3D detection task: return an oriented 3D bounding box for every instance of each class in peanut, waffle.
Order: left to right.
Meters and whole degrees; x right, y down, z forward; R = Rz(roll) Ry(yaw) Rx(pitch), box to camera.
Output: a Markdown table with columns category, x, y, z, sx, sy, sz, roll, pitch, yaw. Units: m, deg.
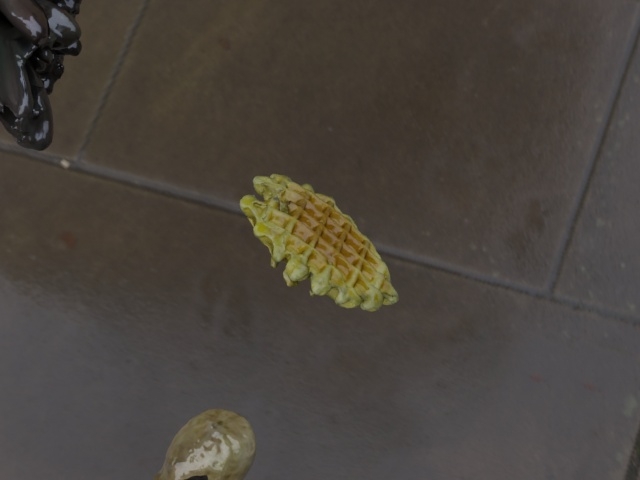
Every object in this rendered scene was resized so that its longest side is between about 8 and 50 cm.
| category | x | y | z | sx | sy | sz | roll | pitch | yaw |
| --- | --- | --- | --- | --- | --- | --- | --- | --- | --- |
| peanut | -0.199 | 0.366 | 1.667 | 0.122 | 0.137 | 0.253 | 37 | 92 | 31 |
| waffle | 0.001 | -0.002 | 1.626 | 0.056 | 0.250 | 0.261 | -53 | 51 | 24 |

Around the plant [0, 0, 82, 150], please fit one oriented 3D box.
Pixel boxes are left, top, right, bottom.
| category | x | y | z | sx | sy | sz | roll | pitch | yaw |
| --- | --- | --- | --- | --- | --- | --- | --- | --- | --- |
| plant | -0.291 | -0.208 | 0.949 | 0.182 | 0.194 | 0.320 | 9 | 35 | -17 |

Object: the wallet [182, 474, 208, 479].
| category | x | y | z | sx | sy | sz | roll | pitch | yaw |
| --- | --- | --- | --- | --- | --- | --- | --- | --- | --- |
| wallet | -0.205 | 0.490 | 1.513 | 0.042 | 0.165 | 0.309 | 7 | 106 | 41 |
